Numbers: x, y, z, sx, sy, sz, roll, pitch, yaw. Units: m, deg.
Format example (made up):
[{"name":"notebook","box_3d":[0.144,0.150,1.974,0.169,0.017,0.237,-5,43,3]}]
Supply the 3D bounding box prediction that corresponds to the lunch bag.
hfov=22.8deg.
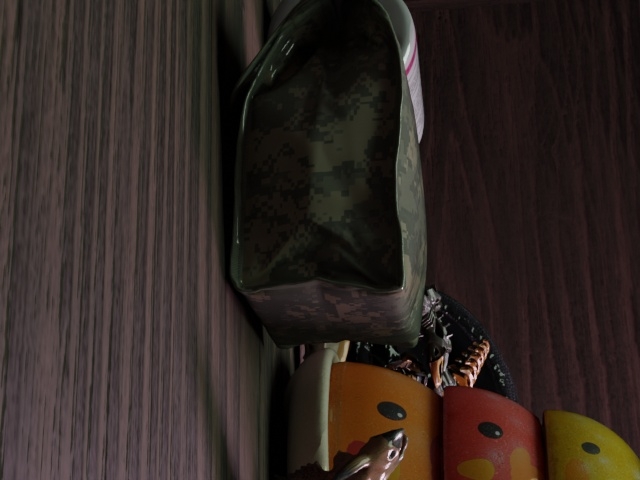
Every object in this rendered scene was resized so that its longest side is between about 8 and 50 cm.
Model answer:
[{"name":"lunch bag","box_3d":[0.011,-0.065,1.420,0.235,0.169,0.287,67,24,-74]}]

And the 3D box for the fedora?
[{"name":"fedora","box_3d":[0.115,0.232,2.188,0.152,0.334,0.334,-37,-131,53]}]

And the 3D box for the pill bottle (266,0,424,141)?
[{"name":"pill bottle","box_3d":[0.035,-0.162,1.799,0.283,0.160,0.160,74,13,-65]}]

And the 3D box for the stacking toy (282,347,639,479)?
[{"name":"stacking toy","box_3d":[0.210,0.268,1.594,0.350,0.480,0.350,-5,90,-85]}]

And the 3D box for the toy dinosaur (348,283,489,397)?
[{"name":"toy dinosaur","box_3d":[0.110,0.183,2.044,0.218,0.164,0.322,71,20,-1]}]

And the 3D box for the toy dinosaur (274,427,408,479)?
[{"name":"toy dinosaur","box_3d":[-0.004,0.294,1.282,0.200,0.127,0.295,38,60,-73]}]

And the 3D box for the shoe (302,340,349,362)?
[{"name":"shoe","box_3d":[-0.004,0.077,1.802,0.076,0.058,0.219,129,-27,-49]}]
